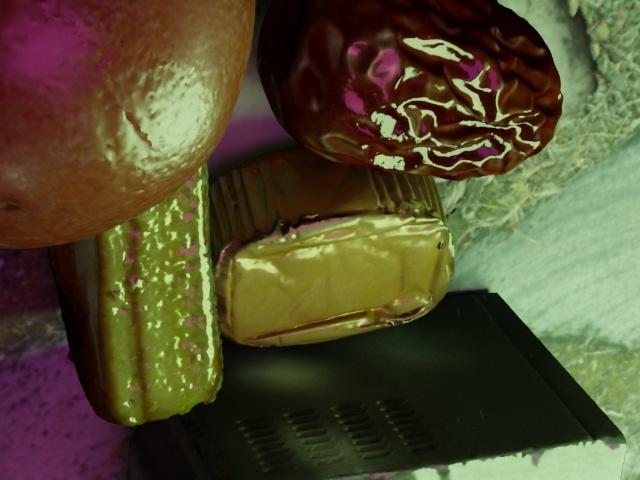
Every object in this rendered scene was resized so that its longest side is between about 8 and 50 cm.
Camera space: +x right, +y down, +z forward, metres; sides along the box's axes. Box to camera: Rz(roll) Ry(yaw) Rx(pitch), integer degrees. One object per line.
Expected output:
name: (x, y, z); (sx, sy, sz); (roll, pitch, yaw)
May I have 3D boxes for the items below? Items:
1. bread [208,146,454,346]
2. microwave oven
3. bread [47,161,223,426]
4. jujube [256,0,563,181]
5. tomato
bread: (0.000, 0.000, 1.383); (0.190, 0.114, 0.132); (-6, 129, -10)
microwave oven: (0.018, 0.294, 1.472); (0.374, 0.236, 0.432); (-6, 118, -18)
bread: (-0.138, -0.011, 1.273); (0.111, 0.184, 0.234); (-11, 119, -13)
jujube: (0.066, -0.120, 1.322); (0.230, 0.155, 0.155); (7, 114, -35)
tomato: (-0.171, -0.131, 1.037); (0.265, 0.265, 0.265); (-10, 120, -18)
